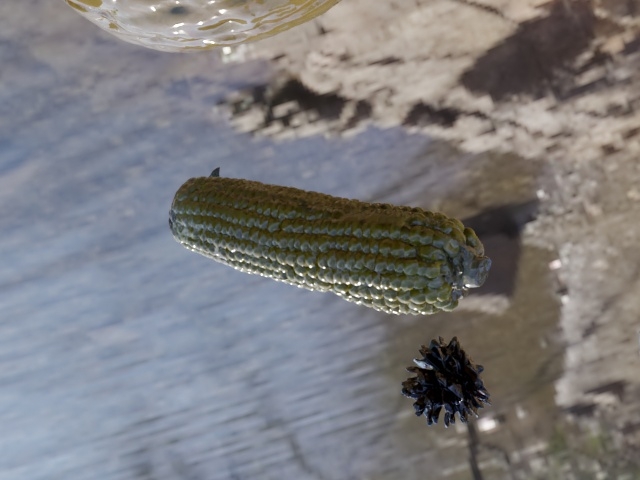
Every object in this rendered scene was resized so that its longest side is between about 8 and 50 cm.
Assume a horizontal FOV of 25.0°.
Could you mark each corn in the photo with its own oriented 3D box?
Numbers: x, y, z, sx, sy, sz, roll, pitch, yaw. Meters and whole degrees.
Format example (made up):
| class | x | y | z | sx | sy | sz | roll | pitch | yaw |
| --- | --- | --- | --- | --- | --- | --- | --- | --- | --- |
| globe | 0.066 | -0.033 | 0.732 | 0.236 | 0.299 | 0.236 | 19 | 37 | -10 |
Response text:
| class | x | y | z | sx | sy | sz | roll | pitch | yaw |
| --- | --- | --- | --- | --- | --- | --- | --- | --- | --- |
| corn | 0.000 | 0.000 | 1.290 | 0.320 | 0.097 | 0.097 | 13 | 179 | 29 |

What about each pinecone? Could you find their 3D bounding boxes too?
| class | x | y | z | sx | sy | sz | roll | pitch | yaw |
| --- | --- | --- | --- | --- | --- | --- | --- | --- | --- |
| pinecone | 0.181 | 0.209 | 2.111 | 0.121 | 0.140 | 0.140 | -36 | 162 | 3 |

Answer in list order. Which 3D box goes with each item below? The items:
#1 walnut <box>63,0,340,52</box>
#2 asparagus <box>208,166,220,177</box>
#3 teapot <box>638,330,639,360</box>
| class | x | y | z | sx | sy | sz | roll | pitch | yaw |
| --- | --- | --- | --- | --- | --- | --- | --- | --- | --- |
| walnut | -0.079 | -0.273 | 1.015 | 0.313 | 0.252 | 0.277 | -6 | -150 | 25 |
| asparagus | -0.131 | -0.036 | 1.725 | 0.015 | 0.014 | 0.114 | -28 | 135 | -43 |
| teapot | 0.344 | 0.116 | 1.127 | 0.222 | 0.178 | 0.163 | -10 | 172 | -41 |
